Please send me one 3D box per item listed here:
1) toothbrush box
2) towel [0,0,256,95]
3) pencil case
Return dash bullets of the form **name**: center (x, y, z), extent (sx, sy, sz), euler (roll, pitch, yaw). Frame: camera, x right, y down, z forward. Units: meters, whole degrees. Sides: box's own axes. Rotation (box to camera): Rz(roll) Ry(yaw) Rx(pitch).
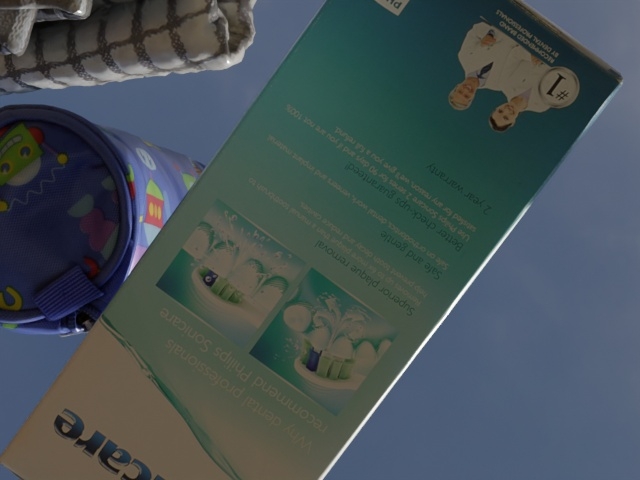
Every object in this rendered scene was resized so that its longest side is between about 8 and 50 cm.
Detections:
- **toothbrush box**: center (0.000, 0.000, 0.861), extent (0.126, 0.216, 0.295), euler (35, -79, -2)
- **towel**: center (-0.127, -0.200, 0.703), extent (0.235, 0.121, 0.284), euler (1, -103, 42)
- **pencil case**: center (-0.130, -0.003, 1.103), extent (0.119, 0.306, 0.133), euler (-23, -96, 9)
